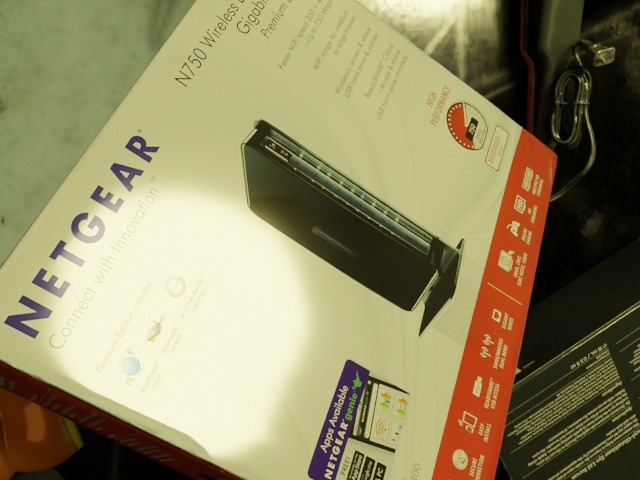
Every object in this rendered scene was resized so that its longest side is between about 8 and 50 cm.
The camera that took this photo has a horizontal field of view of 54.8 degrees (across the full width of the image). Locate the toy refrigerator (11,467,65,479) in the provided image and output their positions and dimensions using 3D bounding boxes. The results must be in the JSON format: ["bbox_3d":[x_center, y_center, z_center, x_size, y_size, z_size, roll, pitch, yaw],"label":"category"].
[{"bbox_3d":[-0.181,0.320,0.496,0.094,0.102,0.270,-36,106,-6],"label":"toy refrigerator"}]

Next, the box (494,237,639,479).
[{"bbox_3d":[0.265,0.143,0.582,0.261,0.103,0.184,-30,102,-8],"label":"box"}]

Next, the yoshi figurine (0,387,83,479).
[{"bbox_3d":[-0.344,0.128,0.366,0.362,0.203,0.204,-26,139,-19],"label":"yoshi figurine"}]

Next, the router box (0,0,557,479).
[{"bbox_3d":[0.000,0.000,0.416,0.301,0.082,0.336,32,59,-16],"label":"router box"}]

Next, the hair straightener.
[{"bbox_3d":[0.202,-0.143,0.526,0.047,0.089,0.231,2,99,-17],"label":"hair straightener"}]
